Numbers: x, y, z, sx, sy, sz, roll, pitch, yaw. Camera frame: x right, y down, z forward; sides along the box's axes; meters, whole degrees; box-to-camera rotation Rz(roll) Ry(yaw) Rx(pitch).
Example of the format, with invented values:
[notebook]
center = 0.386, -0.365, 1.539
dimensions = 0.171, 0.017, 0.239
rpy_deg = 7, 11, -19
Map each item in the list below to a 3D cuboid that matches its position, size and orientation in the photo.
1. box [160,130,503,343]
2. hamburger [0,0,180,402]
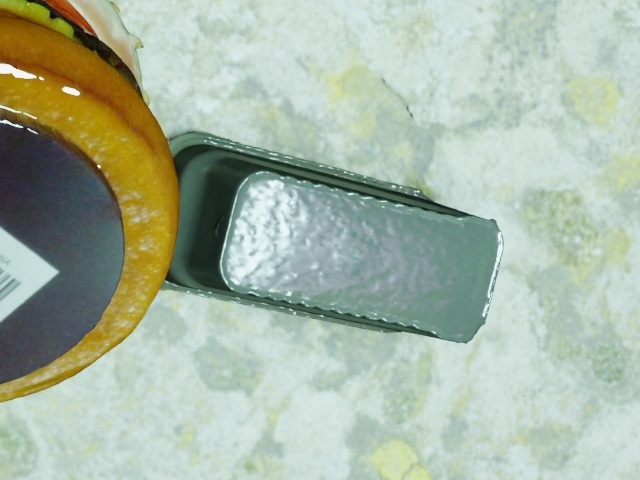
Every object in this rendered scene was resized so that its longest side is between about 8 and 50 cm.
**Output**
[box]
center = 0.000, 0.000, 1.299
dimensions = 0.274, 0.178, 0.138
rpy_deg = 11, 91, -19
[hamburger]
center = -0.273, -0.059, 1.141
dimensions = 0.330, 0.250, 0.330
rpy_deg = -7, 126, -9
